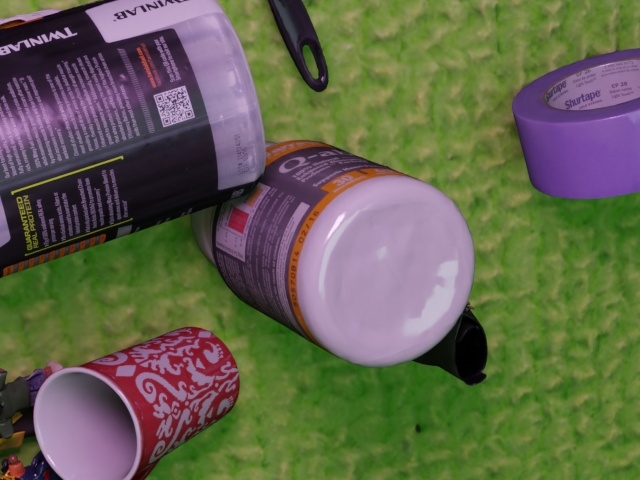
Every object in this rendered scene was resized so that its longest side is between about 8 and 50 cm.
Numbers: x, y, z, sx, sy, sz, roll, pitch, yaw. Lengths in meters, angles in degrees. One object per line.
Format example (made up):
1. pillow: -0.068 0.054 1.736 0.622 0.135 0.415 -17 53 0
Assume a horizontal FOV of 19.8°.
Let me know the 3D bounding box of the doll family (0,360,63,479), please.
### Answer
1. doll family: -0.272 0.198 1.611 0.111 0.076 0.193 -25 109 -41

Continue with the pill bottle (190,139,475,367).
1. pill bottle: 0.000 0.000 1.585 0.162 0.278 0.162 -7 106 -26

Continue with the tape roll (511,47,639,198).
1. tape roll: 0.283 -0.114 1.753 0.189 0.189 0.080 -24 113 -20

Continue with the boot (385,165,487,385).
1. boot: 0.103 0.033 1.727 0.077 0.137 0.197 -26 112 -19

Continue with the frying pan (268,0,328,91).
1. frying pan: -0.052 -0.308 1.613 0.326 0.053 0.197 43 82 -30

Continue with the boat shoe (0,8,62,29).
1. boat shoe: -0.249 -0.176 1.553 0.100 0.035 0.035 -6 105 -25

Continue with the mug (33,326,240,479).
1. mug: -0.165 0.151 1.616 0.113 0.150 0.169 51 33 9

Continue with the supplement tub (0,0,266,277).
1. supplement tub: -0.220 -0.084 1.493 0.316 0.193 0.193 -19 111 -17
